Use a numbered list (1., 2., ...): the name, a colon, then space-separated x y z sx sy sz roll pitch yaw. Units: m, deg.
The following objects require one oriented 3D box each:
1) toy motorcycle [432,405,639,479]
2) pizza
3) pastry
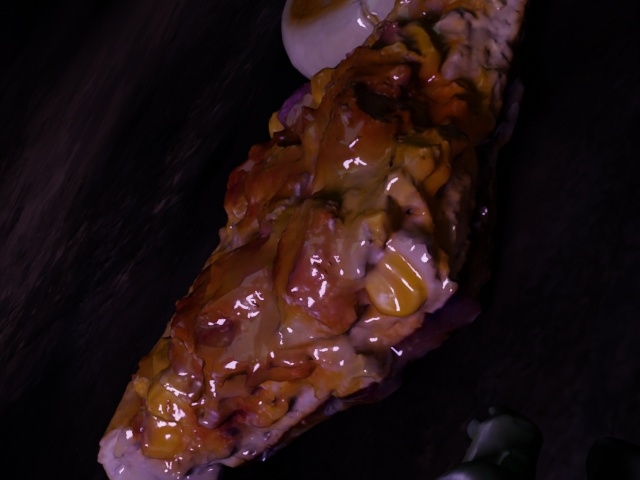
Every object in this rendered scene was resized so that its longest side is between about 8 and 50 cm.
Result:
1. toy motorcycle: 0.122 0.124 0.280 0.127 0.205 0.275 -62 11 1
2. pizza: 0.000 0.000 0.830 0.409 0.114 0.278 -56 18 8
3. pastry: 0.042 -0.175 0.988 0.156 0.092 0.156 -47 24 29
